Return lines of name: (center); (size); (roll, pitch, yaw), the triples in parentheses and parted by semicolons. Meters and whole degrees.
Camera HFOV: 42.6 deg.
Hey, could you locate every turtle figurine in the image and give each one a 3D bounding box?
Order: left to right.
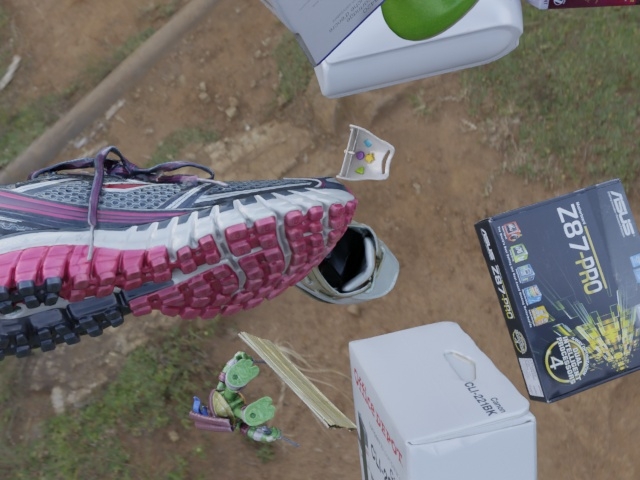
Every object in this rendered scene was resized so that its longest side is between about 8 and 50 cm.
turtle figurine: (-0.143, 0.343, 1.834); (0.274, 0.266, 0.198); (11, 71, -11)

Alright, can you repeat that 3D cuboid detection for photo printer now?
photo printer: (0.119, -0.346, 1.151); (0.307, 0.107, 0.256); (-13, 67, -7)

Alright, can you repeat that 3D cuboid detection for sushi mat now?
sushi mat: (-0.051, 0.315, 1.827); (0.316, 0.151, 0.019); (41, 93, 30)

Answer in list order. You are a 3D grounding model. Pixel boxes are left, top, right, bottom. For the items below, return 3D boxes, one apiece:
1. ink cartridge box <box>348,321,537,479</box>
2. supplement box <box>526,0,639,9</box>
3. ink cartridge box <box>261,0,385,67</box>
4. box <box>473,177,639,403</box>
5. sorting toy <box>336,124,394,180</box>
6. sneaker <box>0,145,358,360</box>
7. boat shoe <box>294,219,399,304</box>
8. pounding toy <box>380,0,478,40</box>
ink cartridge box: (0.112, 0.241, 0.768); (0.114, 0.197, 0.273); (-9, 110, -10)
supplement box: (0.401, -0.389, 1.114); (0.239, 0.130, 0.073); (-6, 31, -11)
ink cartridge box: (0.052, -0.305, 0.605); (0.303, 0.307, 0.072); (-44, 77, 1)
box: (0.532, 0.102, 1.712); (0.318, 0.097, 0.395); (-16, 86, -14)
sorting toy: (0.074, -0.125, 1.247); (0.075, 0.045, 0.083); (18, 97, 25)
sneaker: (-0.114, -0.012, 0.558); (0.299, 0.121, 0.112); (-8, 59, -23)
boat shoe: (0.024, 0.029, 1.020); (0.103, 0.302, 0.113); (15, 90, 37)
pounding toy: (0.124, -0.343, 0.898); (0.237, 0.110, 0.183); (-40, 41, 33)
